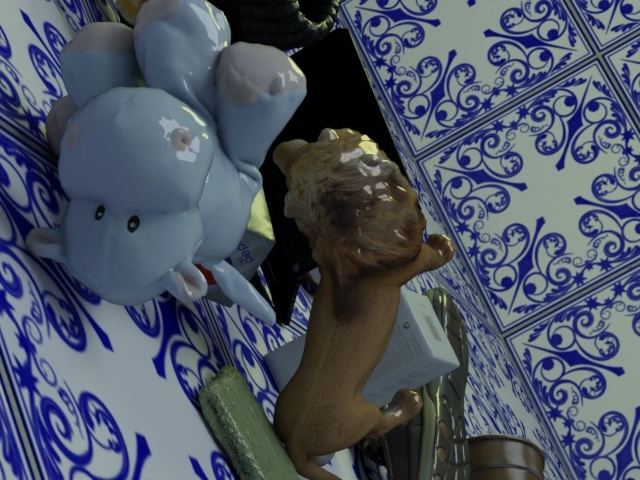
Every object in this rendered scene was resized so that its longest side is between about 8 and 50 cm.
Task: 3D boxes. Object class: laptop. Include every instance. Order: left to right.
[{"bbox_3d":[-0.009,-0.066,1.821,0.264,0.136,0.234,105,-33,-67],"label":"laptop"}]

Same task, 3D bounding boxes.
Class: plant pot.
[{"bbox_3d":[0.215,0.357,2.030,0.167,0.167,0.165,50,24,-45],"label":"plant pot"}]

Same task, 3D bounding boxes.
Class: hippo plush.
[{"bbox_3d":[-0.163,-0.049,1.345,0.236,0.234,0.294,-44,148,-61],"label":"hippo plush"}]

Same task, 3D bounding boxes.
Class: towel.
[{"bbox_3d":[-0.064,0.190,1.494,0.148,0.027,0.110,61,12,-3],"label":"towel"}]

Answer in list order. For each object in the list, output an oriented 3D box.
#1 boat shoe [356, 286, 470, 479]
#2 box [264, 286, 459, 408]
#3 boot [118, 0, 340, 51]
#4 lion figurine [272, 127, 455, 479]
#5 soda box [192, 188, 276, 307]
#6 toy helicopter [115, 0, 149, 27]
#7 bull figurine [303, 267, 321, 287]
[{"bbox_3d":[0.102,0.219,1.927,0.132,0.130,0.355,62,27,-43],"label":"boat shoe"},{"bbox_3d":[0.047,0.131,1.766,0.091,0.170,0.130,65,11,15],"label":"box"},{"bbox_3d":[-0.104,-0.346,1.834,0.131,0.260,0.348,14,64,-49],"label":"boot"},{"bbox_3d":[0.024,0.090,1.569,0.240,0.142,0.392,3,93,-68],"label":"lion figurine"},{"bbox_3d":[-0.125,-0.066,1.623,0.098,0.091,0.286,21,30,-27],"label":"soda box"},{"bbox_3d":[-0.215,-0.384,1.730,0.355,0.235,0.140,64,11,16],"label":"toy helicopter"},{"bbox_3d":[0.000,0.000,2.094,0.310,0.101,0.188,54,16,-21],"label":"bull figurine"}]
